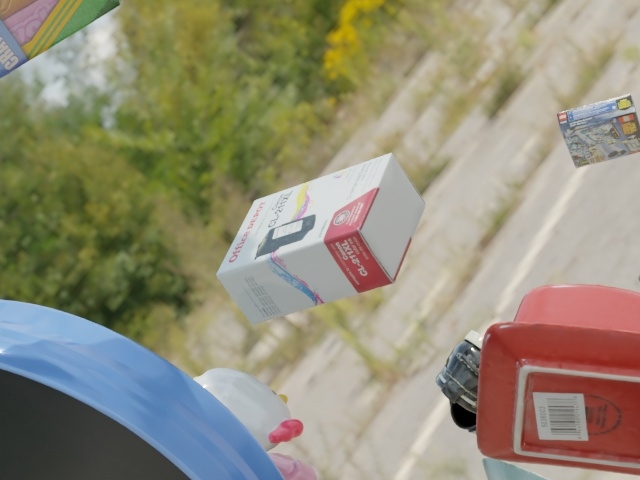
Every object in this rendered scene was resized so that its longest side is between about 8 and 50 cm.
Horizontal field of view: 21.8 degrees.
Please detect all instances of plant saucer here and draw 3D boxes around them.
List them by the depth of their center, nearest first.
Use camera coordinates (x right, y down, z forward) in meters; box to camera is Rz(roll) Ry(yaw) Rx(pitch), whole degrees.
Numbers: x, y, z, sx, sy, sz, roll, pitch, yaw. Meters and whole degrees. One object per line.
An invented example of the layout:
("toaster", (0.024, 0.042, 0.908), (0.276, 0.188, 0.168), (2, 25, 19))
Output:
("plant saucer", (0.246, 0.284, 1.709), (0.037, 0.195, 0.195), (-61, 7, -11))

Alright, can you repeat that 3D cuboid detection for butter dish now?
("butter dish", (0.196, 0.083, 1.191), (0.160, 0.160, 0.118), (87, -169, -47))

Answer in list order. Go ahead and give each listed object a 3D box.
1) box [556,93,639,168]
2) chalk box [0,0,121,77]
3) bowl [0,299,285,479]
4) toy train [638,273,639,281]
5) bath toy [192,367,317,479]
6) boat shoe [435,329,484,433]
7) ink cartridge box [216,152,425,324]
("box", (0.350, -0.134, 2.065), (0.094, 0.027, 0.137), (-14, -21, 12))
("chalk box", (-0.242, -0.148, 0.904), (0.213, 0.132, 0.132), (-35, -44, -19))
("bowl", (-0.184, 0.204, 1.173), (0.391, 0.391, 0.077), (-47, 7, 44))
("toy train", (0.312, 0.077, 1.360), (0.027, 0.158, 0.036), (-23, -31, -19))
("bath toy", (-0.053, 0.282, 1.692), (0.151, 0.129, 0.348), (-53, -40, -52))
("boat shoe", (0.163, 0.164, 1.764), (0.079, 0.084, 0.233), (-54, -18, -11))
("ink cartridge box", (0.000, 0.000, 1.631), (0.175, 0.072, 0.127), (-18, 30, 32))
